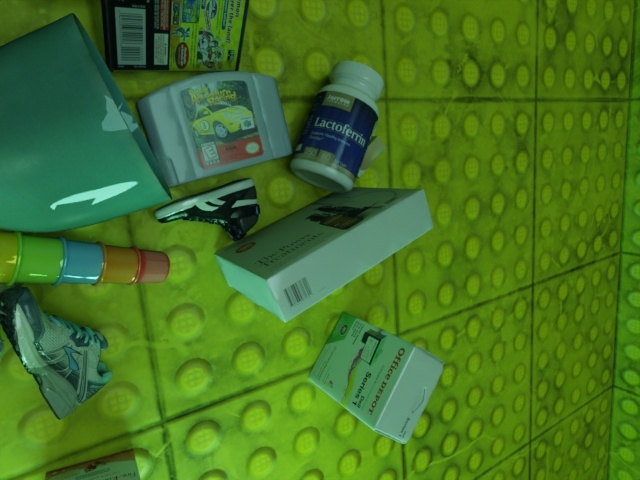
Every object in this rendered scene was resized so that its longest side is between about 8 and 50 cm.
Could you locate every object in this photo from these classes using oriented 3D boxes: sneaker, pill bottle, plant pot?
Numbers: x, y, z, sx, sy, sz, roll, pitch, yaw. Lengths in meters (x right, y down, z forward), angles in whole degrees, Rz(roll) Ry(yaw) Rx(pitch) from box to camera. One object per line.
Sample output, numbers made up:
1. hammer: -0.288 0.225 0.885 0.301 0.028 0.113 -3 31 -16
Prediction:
1. sneaker: -0.448 0.175 0.720 0.122 0.110 0.282 -31 139 -35
2. pill bottle: 0.043 -0.256 0.949 0.153 0.153 0.264 23 84 -32
3. sneaker: -0.218 -0.044 0.861 0.217 0.079 0.121 -24 107 -28
4. plant pot: -0.402 -0.147 0.626 0.235 0.293 0.292 -26 110 -12

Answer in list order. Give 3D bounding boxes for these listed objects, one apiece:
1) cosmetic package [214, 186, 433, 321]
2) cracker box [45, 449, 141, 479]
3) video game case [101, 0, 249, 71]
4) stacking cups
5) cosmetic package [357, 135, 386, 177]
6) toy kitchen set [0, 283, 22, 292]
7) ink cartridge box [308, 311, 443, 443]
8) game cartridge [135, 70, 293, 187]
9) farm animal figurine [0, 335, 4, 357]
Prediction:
1. cosmetic package: 0.000 0.000 0.882 0.377 0.284 0.097 -30 110 -25
2. cracker box: -0.398 0.480 0.736 0.156 0.232 0.067 -2 98 -32
3. video game case: -0.240 -0.424 0.713 0.248 0.035 0.274 -15 145 -33
4. stacking cups: -0.423 0.037 0.718 0.316 0.096 0.095 11 91 -51
5. cosmetic package: 0.104 -0.210 1.047 0.115 0.060 0.041 -50 118 -18
6. toy kitchen set: -0.534 0.051 0.697 0.075 0.068 0.083 57 40 -10
7. ink cartridge box: 0.123 0.316 1.006 0.117 0.278 0.201 36 78 -31
8. game cartridge: -0.207 -0.240 0.858 0.294 0.060 0.196 -22 104 -27
9. farm animal figurine: -0.675 0.116 0.549 0.330 0.172 0.326 -27 110 -26
